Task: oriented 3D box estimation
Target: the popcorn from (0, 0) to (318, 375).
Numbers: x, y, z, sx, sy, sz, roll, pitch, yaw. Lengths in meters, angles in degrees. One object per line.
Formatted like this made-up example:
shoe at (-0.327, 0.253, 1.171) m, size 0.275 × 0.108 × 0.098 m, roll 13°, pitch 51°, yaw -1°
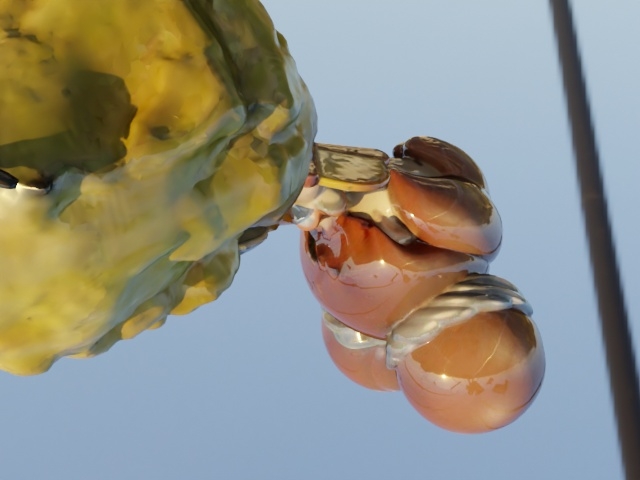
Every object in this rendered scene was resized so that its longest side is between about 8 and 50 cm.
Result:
popcorn at (-0.144, -0.052, 0.756) m, size 0.286 × 0.252 × 0.215 m, roll -31°, pitch -159°, yaw -30°

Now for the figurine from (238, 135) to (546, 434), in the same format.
figurine at (0.001, -0.001, 1.159) m, size 0.388 × 0.248 × 0.276 m, roll 17°, pitch -177°, yaw -26°
